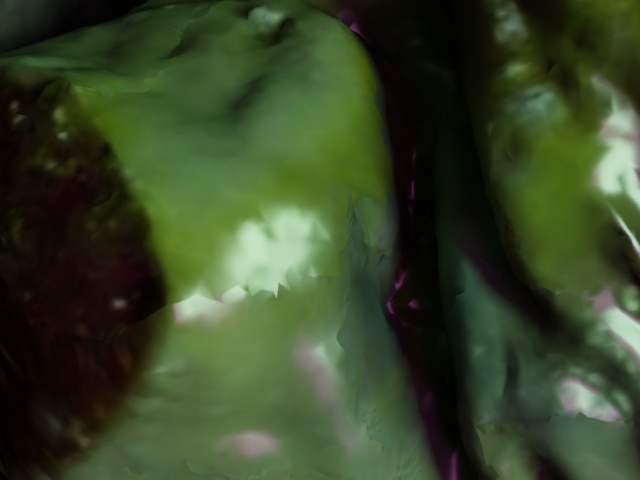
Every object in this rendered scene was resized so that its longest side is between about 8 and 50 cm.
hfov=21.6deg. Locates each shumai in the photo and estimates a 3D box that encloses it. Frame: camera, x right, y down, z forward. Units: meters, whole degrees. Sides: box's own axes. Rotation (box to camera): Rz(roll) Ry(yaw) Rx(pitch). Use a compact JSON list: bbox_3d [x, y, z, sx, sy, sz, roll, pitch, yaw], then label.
[{"bbox_3d":[0.000,0.000,0.541,0.263,0.309,0.304,-15,154,-8],"label":"shumai"}]

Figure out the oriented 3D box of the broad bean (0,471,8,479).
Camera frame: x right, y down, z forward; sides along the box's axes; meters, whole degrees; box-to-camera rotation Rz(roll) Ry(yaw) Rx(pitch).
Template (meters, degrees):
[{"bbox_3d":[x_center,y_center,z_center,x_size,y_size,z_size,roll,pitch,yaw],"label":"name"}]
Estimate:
[{"bbox_3d":[-0.186,-0.001,0.475,0.077,0.061,0.339,-54,128,-23],"label":"broad bean"}]
